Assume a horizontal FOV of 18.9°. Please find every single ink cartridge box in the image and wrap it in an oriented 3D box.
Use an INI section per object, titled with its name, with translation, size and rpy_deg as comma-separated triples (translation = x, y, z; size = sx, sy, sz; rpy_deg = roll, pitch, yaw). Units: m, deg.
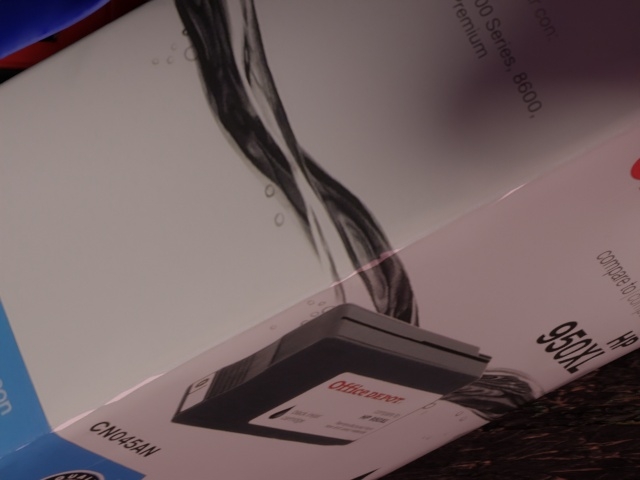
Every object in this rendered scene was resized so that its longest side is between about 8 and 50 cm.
[ink cartridge box]
translation = 0.000, 0.000, 0.905
size = 0.395, 0.166, 0.285
rpy_deg = -28, 157, 10

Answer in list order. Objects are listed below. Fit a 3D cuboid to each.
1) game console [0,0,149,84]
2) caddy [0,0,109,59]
[game console]
translation = -0.263, -0.065, 1.035
size = 0.386, 0.060, 0.342
rpy_deg = 2, 166, -13
[caddy]
translation = -0.212, -0.125, 0.661
size = 0.341, 0.179, 0.241
rpy_deg = -20, 156, 39
